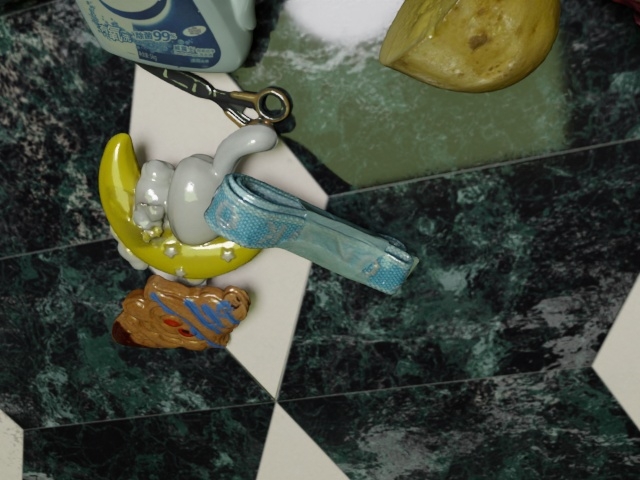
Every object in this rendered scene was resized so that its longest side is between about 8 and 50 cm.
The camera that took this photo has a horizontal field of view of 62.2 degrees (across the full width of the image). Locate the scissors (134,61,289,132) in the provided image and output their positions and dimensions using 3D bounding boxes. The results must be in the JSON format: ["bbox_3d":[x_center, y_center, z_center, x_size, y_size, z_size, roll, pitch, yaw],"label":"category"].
[{"bbox_3d":[-0.150,-0.200,0.716,0.220,0.017,0.088,25,116,-2],"label":"scissors"}]

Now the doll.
[{"bbox_3d":[-0.179,-0.048,0.728,0.237,0.111,0.252,8,118,5],"label":"doll"}]

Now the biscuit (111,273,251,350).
[{"bbox_3d":[-0.222,0.121,0.804,0.280,0.043,0.183,-21,131,25],"label":"biscuit"}]

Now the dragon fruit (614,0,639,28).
[{"bbox_3d":[0.396,-0.313,0.443,0.329,0.329,0.329,3,111,7],"label":"dragon fruit"}]

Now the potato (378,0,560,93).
[{"bbox_3d":[0.186,-0.242,0.582,0.158,0.178,0.204,27,99,-20],"label":"potato"}]

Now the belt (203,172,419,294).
[{"bbox_3d":[0.000,0.000,0.686,0.302,0.087,0.072,21,109,-26],"label":"belt"}]

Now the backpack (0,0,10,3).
[{"bbox_3d":[-0.510,-0.398,0.590,0.317,0.197,0.283,-7,112,11],"label":"backpack"}]

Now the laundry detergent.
[{"bbox_3d":[-0.161,-0.310,0.546,0.214,0.105,0.280,11,152,-6],"label":"laundry detergent"}]
